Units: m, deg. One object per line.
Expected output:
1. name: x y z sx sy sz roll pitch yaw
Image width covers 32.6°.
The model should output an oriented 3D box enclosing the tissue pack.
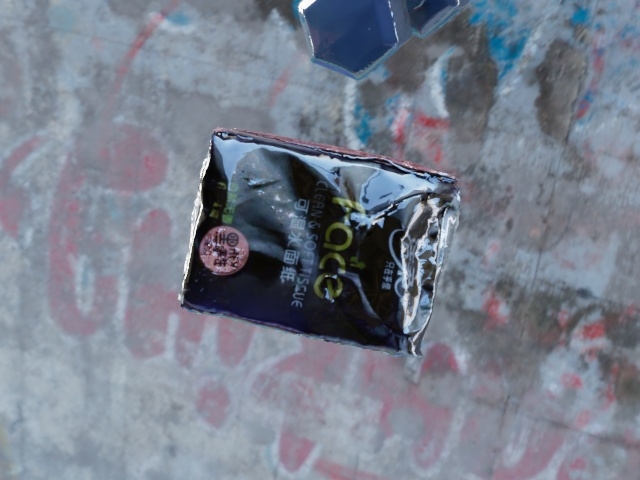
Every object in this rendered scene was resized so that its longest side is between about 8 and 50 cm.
1. tissue pack: 0.000 0.000 1.385 0.332 0.123 0.245 12 98 -2

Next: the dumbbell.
1. dumbbell: 0.097 -0.340 1.562 0.144 0.316 0.156 -3 111 30
